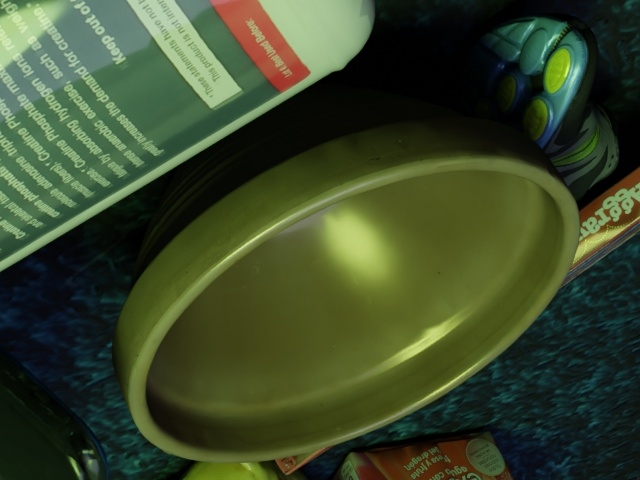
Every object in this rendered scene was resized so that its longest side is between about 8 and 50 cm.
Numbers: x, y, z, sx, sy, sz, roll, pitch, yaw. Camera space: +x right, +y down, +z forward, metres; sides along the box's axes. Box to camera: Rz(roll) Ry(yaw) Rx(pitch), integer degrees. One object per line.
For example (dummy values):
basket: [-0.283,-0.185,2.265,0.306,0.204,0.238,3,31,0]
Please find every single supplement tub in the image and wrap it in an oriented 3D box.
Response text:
supplement tub: [-0.137,-0.081,0.611,0.272,0.191,0.191,-30,149,5]

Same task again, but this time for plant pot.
plant pot: [0.000,0.000,0.916,0.237,0.110,0.237,-19,149,-12]

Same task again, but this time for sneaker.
sneaker: [0.117,-0.063,0.964,0.078,0.067,0.188,-28,155,-13]

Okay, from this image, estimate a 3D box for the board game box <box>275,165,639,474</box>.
board game box: [0.102,0.037,1.076,0.281,0.027,0.145,-37,174,17]

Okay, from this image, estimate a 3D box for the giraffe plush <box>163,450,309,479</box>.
giraffe plush: [-0.041,0.224,1.162,0.181,0.170,0.210,4,138,-40]

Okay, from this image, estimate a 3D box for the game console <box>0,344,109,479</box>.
game console: [-0.265,0.141,0.880,0.173,0.250,0.293,-38,161,-39]

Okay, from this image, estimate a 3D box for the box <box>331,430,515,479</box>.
box: [0.048,0.262,1.329,0.122,0.128,0.257,-6,144,-32]
